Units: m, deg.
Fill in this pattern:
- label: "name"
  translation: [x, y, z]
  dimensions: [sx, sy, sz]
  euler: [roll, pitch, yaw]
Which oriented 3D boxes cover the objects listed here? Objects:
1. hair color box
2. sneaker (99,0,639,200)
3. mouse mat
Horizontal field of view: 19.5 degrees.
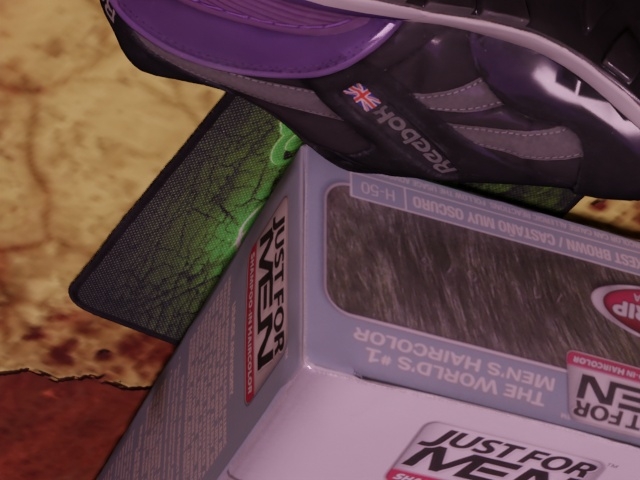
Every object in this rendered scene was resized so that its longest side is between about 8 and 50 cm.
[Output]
- label: "hair color box"
  translation: [0.005, 0.133, 0.839]
  dimensions: [0.185, 0.114, 0.374]
  euler: [15, 139, -18]
- label: "sneaker"
  translation: [0.061, -0.067, 0.649]
  dimensions: [0.283, 0.107, 0.124]
  euler: [22, 149, -18]
- label: "mouse mat"
  translation: [0.000, 0.000, 0.775]
  dimensions: [0.152, 0.007, 0.190]
  euler: [22, 133, -23]
